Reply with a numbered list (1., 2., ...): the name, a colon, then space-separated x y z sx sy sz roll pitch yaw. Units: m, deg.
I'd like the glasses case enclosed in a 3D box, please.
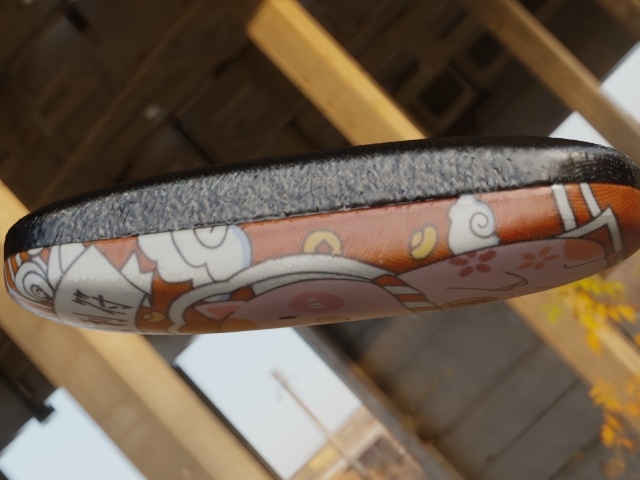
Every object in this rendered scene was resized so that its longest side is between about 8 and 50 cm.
1. glasses case: 0.000 0.000 0.620 0.267 0.067 0.103 -8 -14 12
